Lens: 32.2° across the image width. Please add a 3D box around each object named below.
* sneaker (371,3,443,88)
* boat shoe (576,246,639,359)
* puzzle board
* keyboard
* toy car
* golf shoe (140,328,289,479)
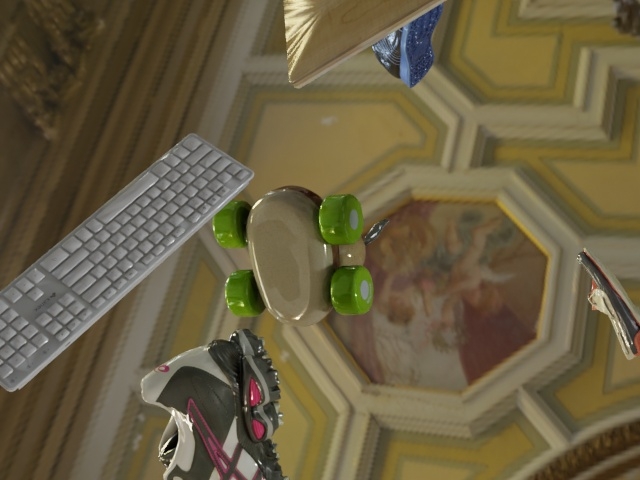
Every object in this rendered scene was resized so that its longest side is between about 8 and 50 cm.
[{"bbox_3d":[0.107,-0.294,1.517,0.090,0.232,0.081,39,-106,15],"label":"sneaker"},{"bbox_3d":[0.328,0.071,1.255,0.043,0.049,0.137,-36,-91,20],"label":"boat shoe"},{"bbox_3d":[0.036,-0.131,0.488,0.128,0.011,0.096,-27,-131,28],"label":"puzzle board"},{"bbox_3d":[-0.161,0.009,0.845,0.072,0.014,0.256,36,-118,19],"label":"keyboard"},{"bbox_3d":[0.000,0.000,1.215,0.155,0.149,0.188,-2,-166,27],"label":"toy car"},{"bbox_3d":[-0.090,0.212,1.037,0.120,0.273,0.105,-14,-155,-12],"label":"golf shoe"}]
